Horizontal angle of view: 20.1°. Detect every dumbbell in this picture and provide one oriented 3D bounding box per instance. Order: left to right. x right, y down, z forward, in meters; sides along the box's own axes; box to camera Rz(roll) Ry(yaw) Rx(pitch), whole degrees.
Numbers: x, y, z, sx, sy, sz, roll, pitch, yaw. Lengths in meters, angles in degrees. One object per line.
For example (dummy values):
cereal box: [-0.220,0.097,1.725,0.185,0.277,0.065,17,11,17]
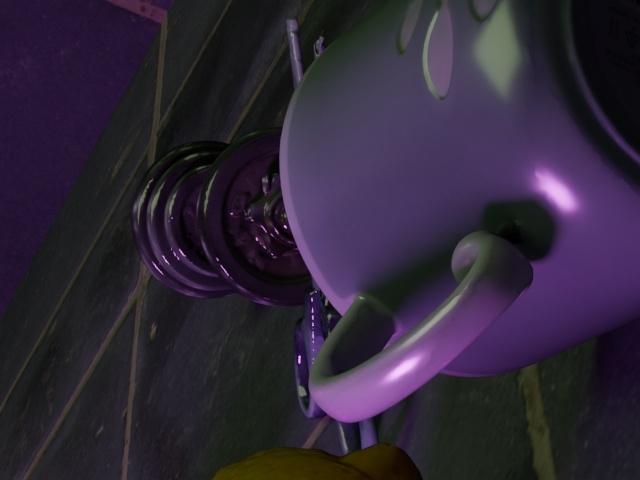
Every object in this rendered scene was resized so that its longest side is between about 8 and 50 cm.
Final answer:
dumbbell: [-0.080,-0.023,1.876,0.179,0.179,0.406,-69,18,-7]

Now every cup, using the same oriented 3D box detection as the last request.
cup: [0.122,-0.037,1.094,0.356,0.259,0.274,-53,11,-32]

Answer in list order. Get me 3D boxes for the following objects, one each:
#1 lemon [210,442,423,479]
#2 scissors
lemon: [-0.013,0.268,1.239,0.288,0.233,0.233,-63,17,4]
scissors: [0.000,0.000,1.570,0.256,0.029,0.383,-144,47,-73]
